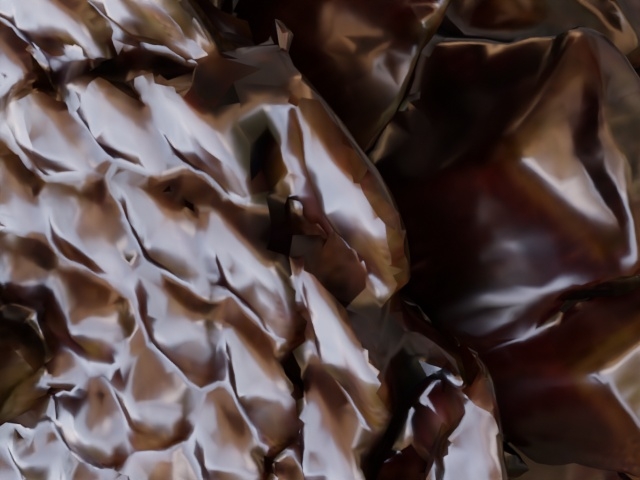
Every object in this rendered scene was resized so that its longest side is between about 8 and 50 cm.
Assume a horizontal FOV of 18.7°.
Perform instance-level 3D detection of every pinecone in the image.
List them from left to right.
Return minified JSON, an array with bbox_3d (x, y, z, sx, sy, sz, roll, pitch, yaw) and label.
[{"bbox_3d":[0.006,-0.003,0.562,0.298,0.242,0.296,69,-158,-4],"label":"pinecone"}]
